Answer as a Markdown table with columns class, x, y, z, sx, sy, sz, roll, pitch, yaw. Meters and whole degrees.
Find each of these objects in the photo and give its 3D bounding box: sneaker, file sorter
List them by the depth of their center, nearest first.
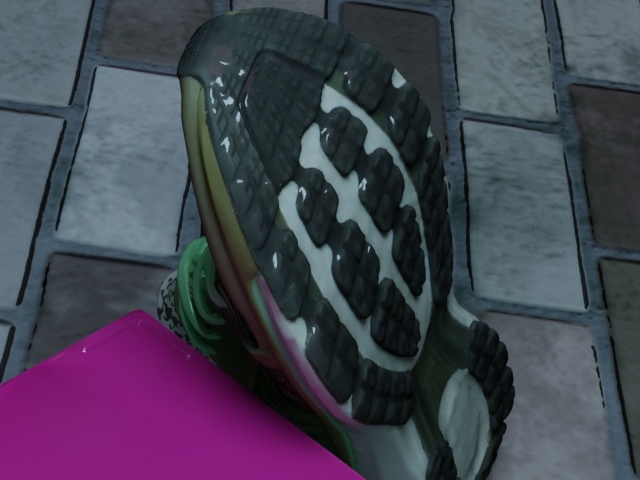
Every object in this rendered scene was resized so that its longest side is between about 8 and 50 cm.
| class | x | y | z | sx | sy | sz | roll | pitch | yaw |
| --- | --- | --- | --- | --- | --- | --- | --- | --- | --- |
| file sorter | -0.129 | 0.208 | 0.748 | 0.202 | 0.182 | 0.290 | 35 | 43 | 27 |
| sneaker | -0.026 | 0.039 | 0.858 | 0.182 | 0.410 | 0.158 | 8 | 55 | 24 |
